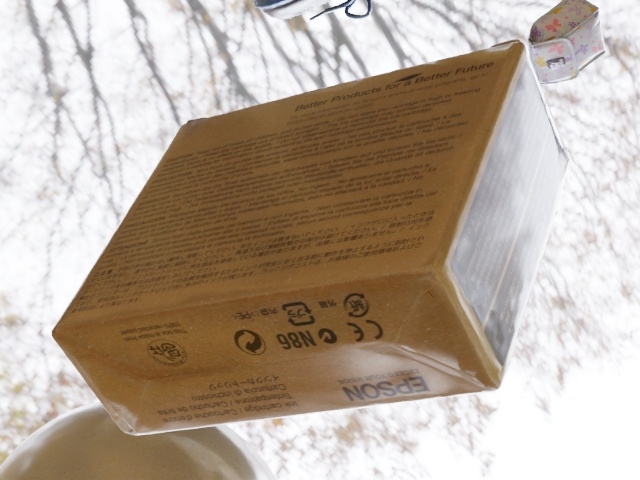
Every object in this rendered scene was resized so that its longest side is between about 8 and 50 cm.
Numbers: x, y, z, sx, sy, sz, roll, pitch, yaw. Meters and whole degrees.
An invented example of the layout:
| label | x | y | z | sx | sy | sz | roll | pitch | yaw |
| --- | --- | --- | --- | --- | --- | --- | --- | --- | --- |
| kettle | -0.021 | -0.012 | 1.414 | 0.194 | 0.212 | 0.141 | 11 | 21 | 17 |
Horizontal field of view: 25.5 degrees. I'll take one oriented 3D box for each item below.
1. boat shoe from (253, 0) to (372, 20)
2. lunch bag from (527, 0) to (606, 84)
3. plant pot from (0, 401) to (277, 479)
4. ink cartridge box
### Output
| label | x | y | z | sx | sy | sz | roll | pitch | yaw |
| --- | --- | --- | --- | --- | --- | --- | --- | --- | --- |
| boat shoe | 0.040 | -0.259 | 1.315 | 0.258 | 0.089 | 0.109 | -17 | -123 | 48 |
| lunch bag | 0.261 | -0.211 | 1.519 | 0.083 | 0.071 | 0.053 | -35 | -129 | -11 |
| plant pot | -0.144 | 0.272 | 1.142 | 0.284 | 0.191 | 0.284 | 1 | -94 | -11 |
| ink cartridge box | 0.000 | 0.000 | 0.766 | 0.235 | 0.088 | 0.193 | -11 | -146 | 32 |
